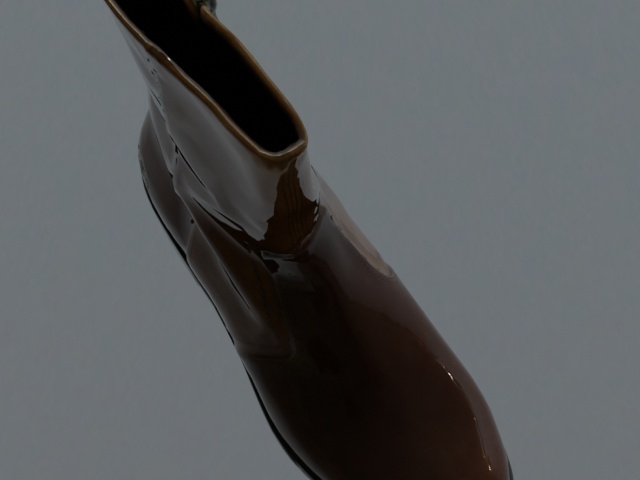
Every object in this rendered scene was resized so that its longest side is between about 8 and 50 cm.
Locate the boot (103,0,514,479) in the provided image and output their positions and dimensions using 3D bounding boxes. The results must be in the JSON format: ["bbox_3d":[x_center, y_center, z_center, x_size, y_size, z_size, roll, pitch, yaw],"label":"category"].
[{"bbox_3d":[0.000,0.000,0.792,0.096,0.280,0.264,-28,-108,-9],"label":"boot"}]
